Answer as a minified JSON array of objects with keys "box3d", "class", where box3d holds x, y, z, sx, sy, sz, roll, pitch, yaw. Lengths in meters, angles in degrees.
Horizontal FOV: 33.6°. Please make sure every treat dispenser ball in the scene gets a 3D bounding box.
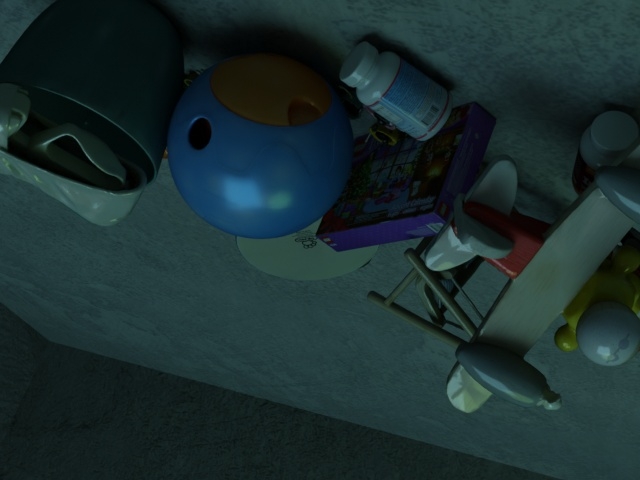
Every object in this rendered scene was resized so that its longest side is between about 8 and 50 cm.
[{"box3d":[-0.092,-0.145,1.641,0.288,0.288,0.288,18,158,8],"class":"treat dispenser ball"}]

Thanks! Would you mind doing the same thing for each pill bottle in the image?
[{"box3d":[0.411,-0.119,1.522,0.086,0.086,0.152,15,157,14],"class":"pill bottle"},{"box3d":[0.110,-0.221,1.553,0.160,0.087,0.087,31,156,-23],"class":"pill bottle"}]

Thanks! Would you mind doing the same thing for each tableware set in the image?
[{"box3d":[-0.190,-0.244,1.853,0.104,0.024,0.154,2,152,40],"class":"tableware set"}]

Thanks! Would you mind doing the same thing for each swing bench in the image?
[{"box3d":[0.262,0.060,1.722,0.254,0.253,0.165,39,144,2],"class":"swing bench"}]

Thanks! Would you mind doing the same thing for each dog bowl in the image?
[{"box3d":[-0.022,-0.040,1.914,0.264,0.104,0.265,0,145,0],"class":"dog bowl"}]

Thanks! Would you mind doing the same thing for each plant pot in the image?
[{"box3d":[-0.350,-0.256,1.682,0.293,0.235,0.293,18,157,8],"class":"plant pot"}]

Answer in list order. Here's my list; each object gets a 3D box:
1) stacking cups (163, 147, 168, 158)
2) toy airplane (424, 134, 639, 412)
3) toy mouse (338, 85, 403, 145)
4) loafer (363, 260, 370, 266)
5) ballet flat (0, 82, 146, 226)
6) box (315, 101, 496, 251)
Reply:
[{"box3d":[-0.241,-0.180,1.913,0.096,0.096,0.316,37,160,-35],"class":"stacking cups"},{"box3d":[0.339,0.057,1.453,0.384,0.272,0.386,-17,129,-4],"class":"toy airplane"},{"box3d":[0.080,-0.205,1.662,0.143,0.031,0.161,44,166,-30],"class":"toy mouse"},{"box3d":[0.000,0.000,2.193,0.267,0.096,0.084,16,178,31],"class":"loafer"},{"box3d":[-0.422,-0.152,1.540,0.400,0.139,0.139,31,157,-32],"class":"ballet flat"},{"box3d":[0.129,-0.094,1.677,0.057,0.201,0.293,36,154,-28],"class":"box"}]
